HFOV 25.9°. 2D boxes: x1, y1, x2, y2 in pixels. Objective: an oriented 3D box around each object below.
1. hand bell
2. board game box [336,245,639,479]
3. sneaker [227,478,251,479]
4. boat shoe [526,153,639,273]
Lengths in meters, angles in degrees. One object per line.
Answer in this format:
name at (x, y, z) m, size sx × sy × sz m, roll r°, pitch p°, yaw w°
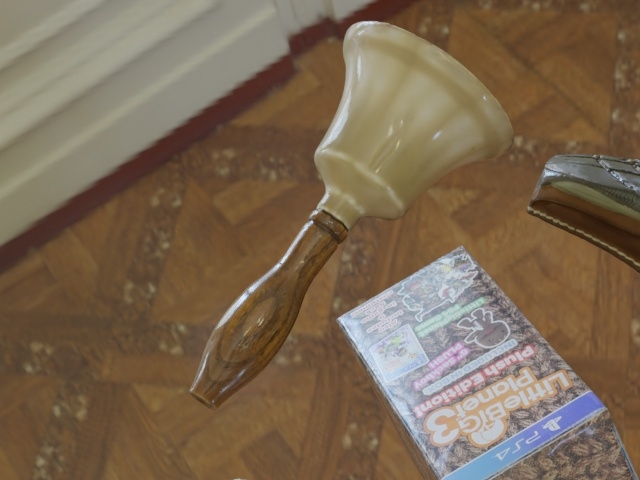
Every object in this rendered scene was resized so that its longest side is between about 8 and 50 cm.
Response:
hand bell at (0.000, 0.000, 0.840) m, size 0.126 × 0.126 × 0.242 m, roll 28°, pitch 74°, yaw 28°
board game box at (0.162, 0.185, 1.229) m, size 0.141 × 0.232 × 0.291 m, roll -30°, pitch 31°, yaw -3°
sneaker at (-0.044, 0.204, 0.805) m, size 0.052 × 0.058 × 0.135 m, roll 20°, pitch 97°, yaw 34°
boat shoe at (0.298, 0.036, 0.993) m, size 0.324 × 0.120 × 0.122 m, roll 23°, pitch 21°, yaw 17°
